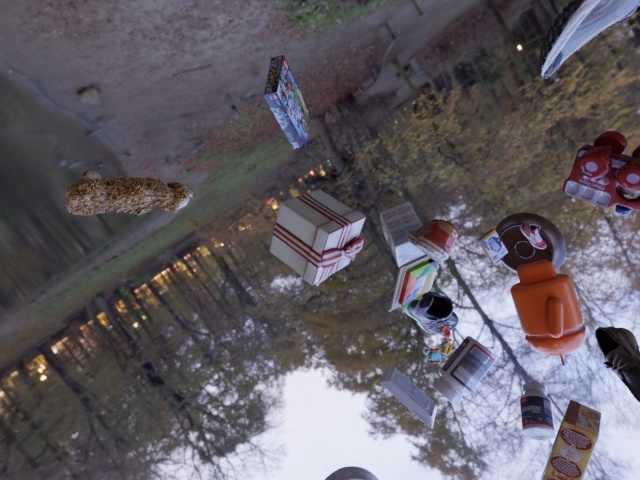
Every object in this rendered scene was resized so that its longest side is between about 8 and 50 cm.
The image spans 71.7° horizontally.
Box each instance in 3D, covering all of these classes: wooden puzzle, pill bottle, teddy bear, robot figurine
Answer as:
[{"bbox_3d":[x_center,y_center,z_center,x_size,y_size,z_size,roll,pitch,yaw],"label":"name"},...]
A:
[{"bbox_3d":[0.353,0.144,1.602,0.221,0.044,0.239,-21,138,-32],"label":"wooden puzzle"},{"bbox_3d":[0.783,0.615,1.605,0.108,0.108,0.180,-28,-150,38],"label":"pill bottle"},{"bbox_3d":[-0.543,-0.144,1.277,0.338,0.113,0.245,3,-157,-13],"label":"teddy bear"},{"bbox_3d":[0.644,0.588,1.996,0.283,0.161,0.161,-50,-171,-2],"label":"pill bottle"},{"bbox_3d":[0.497,0.155,0.968,0.128,0.219,0.158,-15,177,-18],"label":"robot figurine"}]

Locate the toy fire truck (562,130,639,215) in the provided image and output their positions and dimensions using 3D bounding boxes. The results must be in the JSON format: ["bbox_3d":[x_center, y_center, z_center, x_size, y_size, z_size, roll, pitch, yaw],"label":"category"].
[{"bbox_3d":[1.029,-0.215,1.543,0.302,0.254,0.169,31,-121,34],"label":"toy fire truck"}]

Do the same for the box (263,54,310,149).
[{"bbox_3d":[-0.096,-0.416,1.352,0.044,0.233,0.159,-5,-121,19],"label":"box"}]

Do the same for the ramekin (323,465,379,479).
[{"bbox_3d":[0.110,0.912,1.493,0.277,0.277,0.135,-35,179,-4],"label":"ramekin"}]

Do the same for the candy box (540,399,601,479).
[{"bbox_3d":[0.667,0.619,1.208,0.087,0.316,0.183,20,-168,32],"label":"candy box"}]

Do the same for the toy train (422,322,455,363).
[{"bbox_3d":[0.470,0.414,1.772,0.166,0.125,0.046,-39,-169,-21],"label":"toy train"}]

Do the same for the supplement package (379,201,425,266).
[{"bbox_3d":[0.382,-0.027,2.029,0.149,0.203,0.194,-20,145,1],"label":"supplement package"}]

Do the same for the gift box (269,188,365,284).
[{"bbox_3d":[0.000,0.000,1.597,0.255,0.258,0.276,-29,143,-42],"label":"gift box"}]

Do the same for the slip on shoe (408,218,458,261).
[{"bbox_3d":[0.323,-0.005,1.252,0.101,0.123,0.331,-54,173,4],"label":"slip on shoe"}]

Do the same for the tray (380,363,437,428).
[{"bbox_3d":[0.370,0.625,1.808,0.030,0.270,0.145,-52,173,26],"label":"tray"}]

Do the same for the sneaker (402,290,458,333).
[{"bbox_3d":[0.609,0.386,2.315,0.202,0.483,0.185,5,-108,44],"label":"sneaker"}]

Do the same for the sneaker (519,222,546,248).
[{"bbox_3d":[0.777,-0.016,1.589,0.042,0.118,0.067,-46,179,-8],"label":"sneaker"}]

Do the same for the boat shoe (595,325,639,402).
[{"bbox_3d":[1.112,0.455,1.628,0.355,0.130,0.132,-74,175,-60],"label":"boat shoe"}]

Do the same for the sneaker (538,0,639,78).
[{"bbox_3d":[0.500,-0.407,0.800,0.271,0.108,0.100,-61,-177,49],"label":"sneaker"}]

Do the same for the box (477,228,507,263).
[{"bbox_3d":[0.719,0.030,1.839,0.081,0.136,0.028,-37,-169,-8],"label":"box"}]

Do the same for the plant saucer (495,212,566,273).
[{"bbox_3d":[0.901,0.030,1.942,0.050,0.311,0.310,-28,-178,-40],"label":"plant saucer"}]
